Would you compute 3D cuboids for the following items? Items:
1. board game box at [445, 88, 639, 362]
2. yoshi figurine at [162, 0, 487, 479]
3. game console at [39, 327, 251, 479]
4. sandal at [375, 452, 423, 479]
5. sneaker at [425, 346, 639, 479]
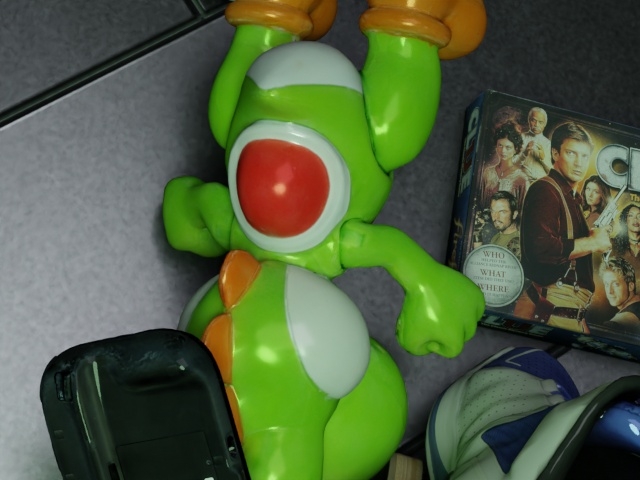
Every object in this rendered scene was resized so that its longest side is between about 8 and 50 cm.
[{"bbox_3d":[0.214,0.000,1.107,0.243,0.042,0.165,13,70,-11],"label":"board game box"},{"bbox_3d":[0.000,0.007,0.981,0.203,0.203,0.362,18,76,-24],"label":"yoshi figurine"},{"bbox_3d":[-0.051,0.222,0.861,0.213,0.044,0.361,-14,99,9],"label":"game console"},{"bbox_3d":[0.056,0.253,0.960,0.079,0.088,0.240,15,65,-4],"label":"sandal"},{"bbox_3d":[0.146,0.145,0.893,0.127,0.182,0.315,58,25,-6],"label":"sneaker"}]
